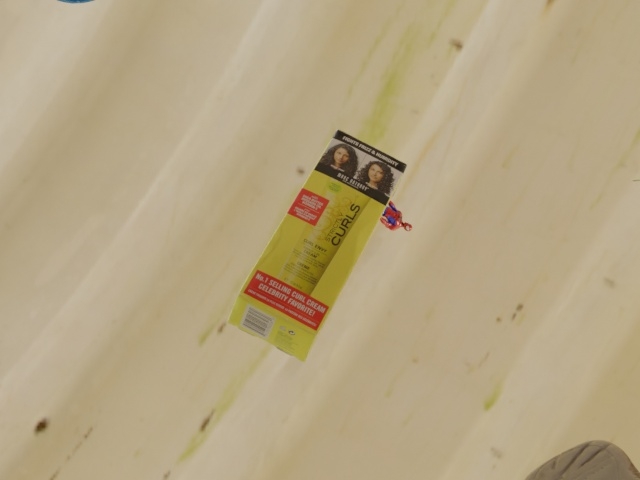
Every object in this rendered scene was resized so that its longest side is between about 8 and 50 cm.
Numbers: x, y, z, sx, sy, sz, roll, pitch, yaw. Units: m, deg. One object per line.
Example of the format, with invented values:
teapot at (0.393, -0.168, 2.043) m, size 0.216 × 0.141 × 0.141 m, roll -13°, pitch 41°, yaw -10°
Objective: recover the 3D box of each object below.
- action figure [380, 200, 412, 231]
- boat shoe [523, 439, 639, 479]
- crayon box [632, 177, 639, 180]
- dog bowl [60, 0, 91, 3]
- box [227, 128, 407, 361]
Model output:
action figure at (0.084, -0.047, 1.626) m, size 0.115 × 0.030 × 0.038 m, roll 35°, pitch -122°, yaw -19°
boat shoe at (0.240, 0.250, 0.869) m, size 0.121 × 0.110 × 0.341 m, roll -28°, pitch -175°, yaw 6°
crayon box at (0.631, -0.067, 1.625) m, size 0.318 × 0.081 × 0.202 m, roll -4°, pitch -179°, yaw -7°
dog bowl at (-0.203, -0.335, 0.909) m, size 0.074 × 0.165 × 0.297 m, roll -24°, pitch -89°, yaw -55°
box at (0.000, 0.000, 1.112) m, size 0.087 × 0.058 × 0.232 m, roll 28°, pitch -125°, yaw 3°
